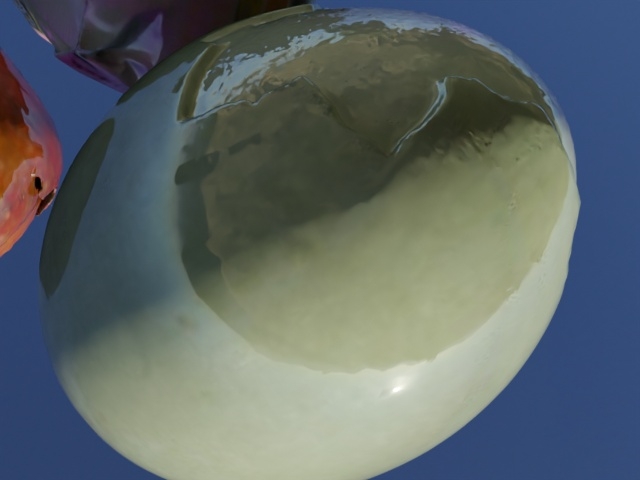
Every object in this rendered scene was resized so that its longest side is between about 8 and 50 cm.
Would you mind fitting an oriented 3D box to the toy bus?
[{"bbox_3d":[-0.156,-0.230,0.880,0.162,0.171,0.386,-1,-148,-32],"label":"toy bus"}]

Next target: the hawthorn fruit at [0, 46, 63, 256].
[{"bbox_3d":[-0.356,-0.098,0.885,0.276,0.276,0.307,-21,-95,-32],"label":"hawthorn fruit"}]

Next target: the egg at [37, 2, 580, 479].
[{"bbox_3d":[0.000,0.000,0.690,0.278,0.336,0.278,33,-138,-36],"label":"egg"}]
